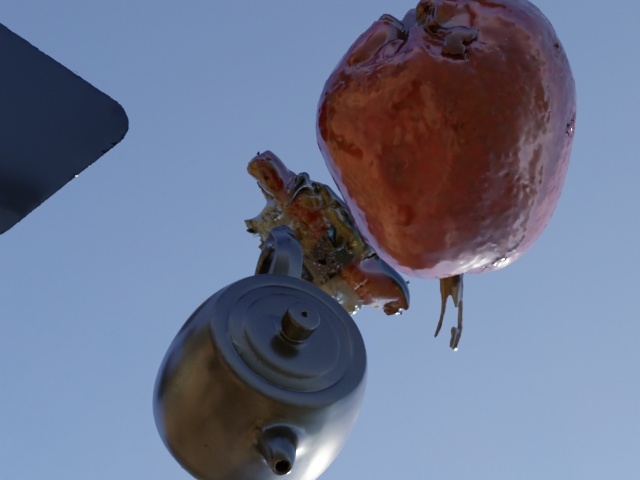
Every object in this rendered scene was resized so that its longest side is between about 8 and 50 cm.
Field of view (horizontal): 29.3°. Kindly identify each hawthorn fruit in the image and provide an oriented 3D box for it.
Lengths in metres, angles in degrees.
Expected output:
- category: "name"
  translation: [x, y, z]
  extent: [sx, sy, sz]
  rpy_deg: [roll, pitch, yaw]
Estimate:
- category: "hawthorn fruit"
  translation: [0.106, -0.054, 0.996]
  extent: [0.211, 0.211, 0.299]
  rpy_deg: [-4, -74, 15]

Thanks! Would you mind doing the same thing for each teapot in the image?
- category: "teapot"
  translation: [-0.017, 0.042, 0.457]
  extent: [0.076, 0.121, 0.068]
  rpy_deg: [17, -46, -14]

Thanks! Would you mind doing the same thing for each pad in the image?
- category: "pad"
  translation: [-0.385, -0.159, 1.272]
  extent: [0.375, 0.315, 0.063]
  rpy_deg: [35, -39, 12]

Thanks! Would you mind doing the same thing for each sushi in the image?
- category: "sushi"
  translation: [-0.003, 0.002, 1.266]
  extent: [0.103, 0.097, 0.226]
  rpy_deg: [-41, -78, -6]
